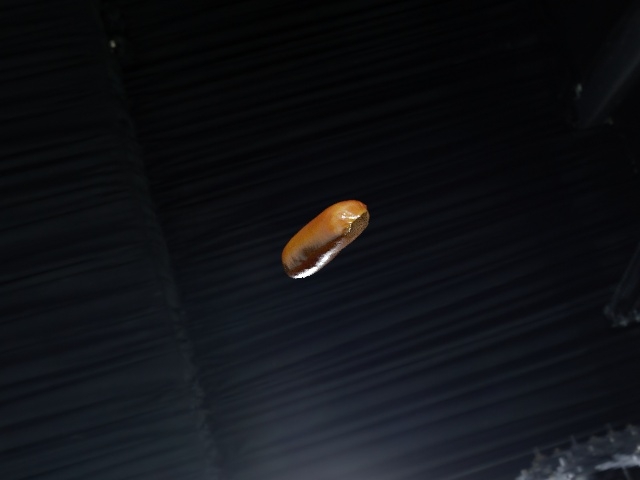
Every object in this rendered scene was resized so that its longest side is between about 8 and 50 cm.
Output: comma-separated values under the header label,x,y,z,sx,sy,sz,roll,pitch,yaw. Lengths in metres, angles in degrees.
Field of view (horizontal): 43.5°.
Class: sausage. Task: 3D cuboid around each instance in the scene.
label,x,y,z,sx,sy,sz,roll,pitch,yaw
sausage,0.000,0.000,1.498,0.083,0.089,0.300,59,-30,7
